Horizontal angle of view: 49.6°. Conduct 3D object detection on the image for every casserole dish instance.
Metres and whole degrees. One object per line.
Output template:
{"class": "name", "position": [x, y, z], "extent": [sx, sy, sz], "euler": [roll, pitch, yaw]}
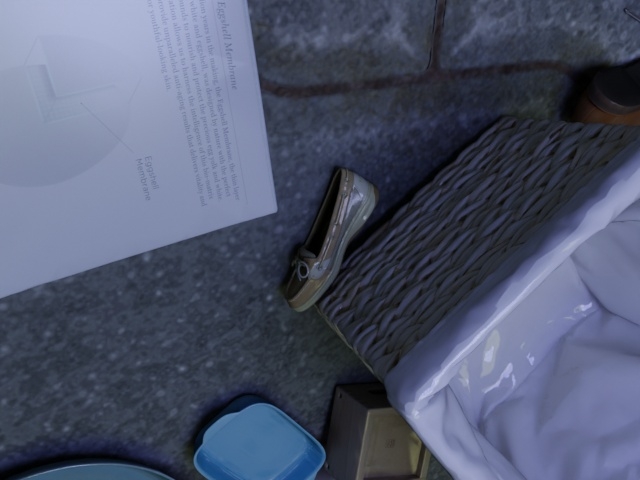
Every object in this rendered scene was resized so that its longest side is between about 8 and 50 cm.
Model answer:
{"class": "casserole dish", "position": [-0.073, 0.246, 0.814], "extent": [0.114, 0.037, 0.188], "euler": [-41, 129, -1]}

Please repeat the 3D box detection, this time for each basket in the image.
{"class": "basket", "position": [0.222, 0.096, 0.688], "extent": [0.331, 0.266, 0.328], "euler": [-44, 114, -6]}

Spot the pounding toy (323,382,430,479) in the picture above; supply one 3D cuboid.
{"class": "pounding toy", "position": [0.079, 0.247, 0.871], "extent": [0.141, 0.100, 0.130], "euler": [3, 101, -32]}

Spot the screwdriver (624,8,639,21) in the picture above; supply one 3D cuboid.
{"class": "screwdriver", "position": [0.405, -0.235, 0.807], "extent": [0.170, 0.025, 0.024], "euler": [18, 109, -25]}

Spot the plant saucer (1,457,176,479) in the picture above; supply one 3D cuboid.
{"class": "plant saucer", "position": [-0.285, 0.354, 0.760], "extent": [0.317, 0.044, 0.317], "euler": [-14, 123, -22]}

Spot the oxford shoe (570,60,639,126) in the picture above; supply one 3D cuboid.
{"class": "oxford shoe", "position": [0.374, -0.162, 0.809], "extent": [0.212, 0.076, 0.076], "euler": [-9, 151, -26]}

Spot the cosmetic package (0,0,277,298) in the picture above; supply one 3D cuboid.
{"class": "cosmetic package", "position": [-0.168, -0.110, 0.491], "extent": [0.225, 0.138, 0.224], "euler": [-17, 124, -17]}

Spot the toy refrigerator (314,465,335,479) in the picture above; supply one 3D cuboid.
{"class": "toy refrigerator", "position": [0.013, 0.433, 0.933], "extent": [0.102, 0.094, 0.269], "euler": [-5, 119, -25]}

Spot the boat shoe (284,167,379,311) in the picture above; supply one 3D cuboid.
{"class": "boat shoe", "position": [0.001, 0.000, 0.702], "extent": [0.048, 0.056, 0.153], "euler": [28, 101, -27]}
